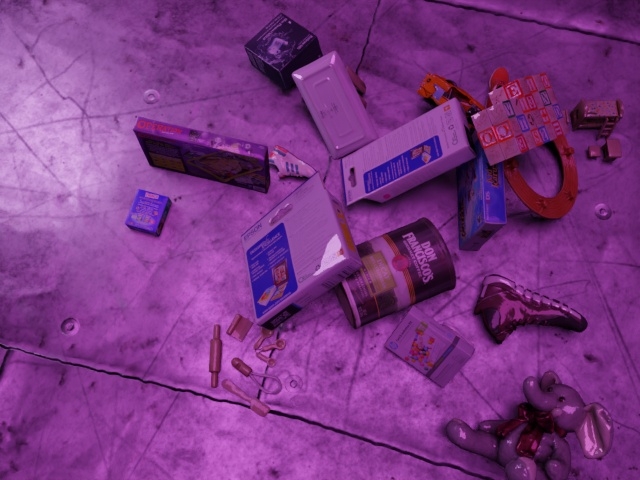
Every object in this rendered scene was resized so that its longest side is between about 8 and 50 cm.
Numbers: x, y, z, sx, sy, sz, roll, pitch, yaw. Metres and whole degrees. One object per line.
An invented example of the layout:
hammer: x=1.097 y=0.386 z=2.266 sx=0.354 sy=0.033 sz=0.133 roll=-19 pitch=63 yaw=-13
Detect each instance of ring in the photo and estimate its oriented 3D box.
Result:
ring: x=0.597 y=-0.222 z=1.747 sx=0.337 sy=0.032 sz=0.336 roll=11 pitch=70 yaw=-32

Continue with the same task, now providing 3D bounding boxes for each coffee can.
coffee can: x=0.176 y=0.083 z=1.652 sx=0.276 sy=0.201 sz=0.201 roll=-22 pitch=75 yaw=-7

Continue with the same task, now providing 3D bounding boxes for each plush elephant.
plush elephant: x=0.524 y=0.437 z=1.529 sx=0.330 sy=0.272 sz=0.255 roll=24 pitch=87 yaw=-23

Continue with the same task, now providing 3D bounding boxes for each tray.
tray: x=0.039 y=-0.367 z=1.782 sx=0.145 sy=0.030 sz=0.270 roll=-23 pitch=105 yaw=20

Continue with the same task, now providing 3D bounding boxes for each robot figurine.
robot figurine: x=0.411 y=-0.357 z=1.808 sx=0.291 sy=0.211 sz=0.085 roll=42 pitch=111 yaw=10

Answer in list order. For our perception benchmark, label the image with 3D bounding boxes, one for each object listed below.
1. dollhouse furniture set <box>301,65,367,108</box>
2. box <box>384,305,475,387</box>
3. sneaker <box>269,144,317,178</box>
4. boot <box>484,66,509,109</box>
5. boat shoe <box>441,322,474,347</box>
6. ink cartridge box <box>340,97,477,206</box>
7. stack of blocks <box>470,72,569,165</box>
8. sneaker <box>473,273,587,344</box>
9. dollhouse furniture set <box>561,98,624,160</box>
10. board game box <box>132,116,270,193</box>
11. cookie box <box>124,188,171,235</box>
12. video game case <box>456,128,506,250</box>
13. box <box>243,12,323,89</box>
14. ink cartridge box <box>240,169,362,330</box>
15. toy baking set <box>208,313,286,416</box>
dollhouse furniture set: x=0.045 y=-0.437 z=1.895 sx=0.151 sy=0.123 sz=0.144 roll=-1 pitch=70 yaw=35
box: x=0.273 y=0.269 z=1.632 sx=0.186 sy=0.145 sz=0.038 roll=36 pitch=40 yaw=9
sneaker: x=-0.078 y=-0.197 z=1.813 sx=0.161 sy=0.057 sz=0.075 roll=34 pitch=92 yaw=7
boot: x=0.522 y=-0.446 z=1.878 sx=0.059 sy=0.084 sz=0.157 roll=14 pitch=72 yaw=5
boat shoe: x=0.353 y=0.256 z=1.691 sx=0.100 sy=0.035 sz=0.035 roll=41 pitch=74 yaw=3
ink cartridge box: x=0.224 y=-0.221 z=1.729 sx=0.371 sy=0.069 sz=0.175 roll=-24 pitch=51 yaw=26
stack of blocks: x=0.491 y=-0.305 z=1.598 sx=0.297 sy=0.087 sz=0.171 roll=-24 pitch=92 yaw=-45
sneaker: x=0.530 y=0.214 z=1.682 sx=0.282 sy=0.106 sz=0.162 roll=25 pitch=79 yaw=17
dollhouse furniture set: x=0.754 y=-0.311 z=1.832 sx=0.182 sy=0.101 sz=0.160 roll=-1 pitch=73 yaw=-2
board game box: x=-0.308 y=-0.225 z=1.731 sx=0.347 sy=0.208 sz=0.056 roll=14 pitch=74 yaw=2
cookie box: x=-0.470 y=-0.077 z=1.769 sx=0.092 sy=0.040 sz=0.107 roll=16 pitch=74 yaw=4
video game case: x=0.416 y=-0.134 z=1.698 sx=0.061 sy=0.244 sz=0.269 roll=2 pitch=73 yaw=-1
box: x=-0.106 y=-0.548 z=1.871 sx=0.158 sy=0.093 sz=0.156 roll=40 pitch=80 yaw=23
ink cartridge box: x=-0.061 y=0.024 z=1.635 sx=0.304 sy=0.072 sz=0.307 roll=-38 pitch=42 yaw=23
toy baking set: x=-0.191 y=0.317 z=1.663 sx=0.197 sy=0.030 sz=0.256 roll=5 pitch=73 yaw=0
